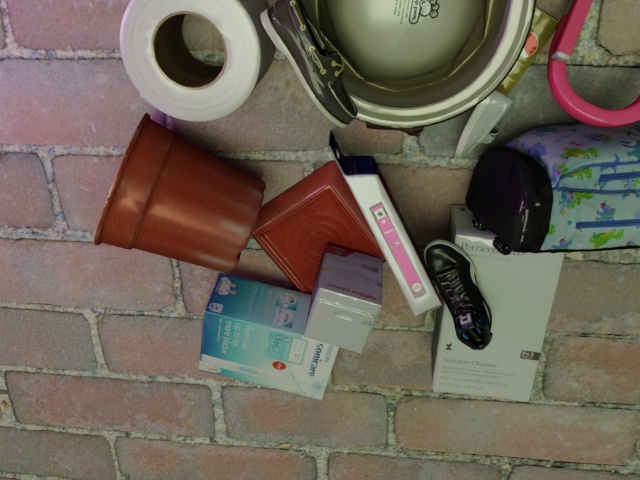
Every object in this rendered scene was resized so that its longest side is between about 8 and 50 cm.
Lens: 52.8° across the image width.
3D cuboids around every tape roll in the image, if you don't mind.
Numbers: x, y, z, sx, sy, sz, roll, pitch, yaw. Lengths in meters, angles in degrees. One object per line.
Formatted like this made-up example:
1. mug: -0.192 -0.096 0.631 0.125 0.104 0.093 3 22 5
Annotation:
1. tape roll: -0.210 -0.353 1.149 0.246 0.169 0.246 3 118 5

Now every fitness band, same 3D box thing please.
1. fitness band: 0.502 -0.333 1.075 0.208 0.054 0.291 23 90 -3

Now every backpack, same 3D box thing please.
1. backpack: 0.482 -0.095 1.147 0.355 0.290 0.274 12 109 -8

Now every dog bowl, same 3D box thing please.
1. dog bowl: 0.142 -0.406 1.090 0.407 0.150 0.408 3 117 5

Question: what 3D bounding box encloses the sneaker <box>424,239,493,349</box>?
1. sneaker: 0.263 0.107 1.192 0.079 0.121 0.217 -27 109 22

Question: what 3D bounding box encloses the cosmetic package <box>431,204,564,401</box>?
1. cosmetic package: 0.356 0.131 1.344 0.217 0.156 0.385 4 119 7

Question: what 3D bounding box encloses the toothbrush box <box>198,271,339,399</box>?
1. toothbrush box: -0.109 0.217 1.439 0.295 0.126 0.216 14 133 -2

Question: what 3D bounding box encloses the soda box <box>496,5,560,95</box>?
1. soda box: 0.343 -0.330 1.156 0.061 0.058 0.181 29 118 -9

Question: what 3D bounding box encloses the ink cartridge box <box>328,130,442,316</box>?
1. ink cartridge box: 0.123 -0.046 1.250 0.069 0.176 0.371 -28 105 10

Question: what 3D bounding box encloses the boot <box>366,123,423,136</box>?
1. boot: 0.139 -0.231 1.219 0.114 0.037 0.106 13 163 1

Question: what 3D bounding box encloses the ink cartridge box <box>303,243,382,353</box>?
1. ink cartridge box: 0.049 0.115 1.307 0.128 0.176 0.127 16 119 -2

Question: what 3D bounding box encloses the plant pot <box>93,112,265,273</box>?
1. plant pot: -0.264 -0.073 1.267 0.264 0.272 0.272 21 119 -14

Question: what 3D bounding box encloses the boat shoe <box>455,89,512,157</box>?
1. boat shoe: 0.299 -0.209 1.187 0.063 0.066 0.184 22 146 5

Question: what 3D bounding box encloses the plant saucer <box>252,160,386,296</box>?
1. plant saucer: 0.000 0.000 1.380 0.259 0.048 0.258 -31 110 22

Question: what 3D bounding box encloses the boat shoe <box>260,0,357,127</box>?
1. boat shoe: -0.004 -0.287 1.038 0.068 0.081 0.228 -30 108 25
